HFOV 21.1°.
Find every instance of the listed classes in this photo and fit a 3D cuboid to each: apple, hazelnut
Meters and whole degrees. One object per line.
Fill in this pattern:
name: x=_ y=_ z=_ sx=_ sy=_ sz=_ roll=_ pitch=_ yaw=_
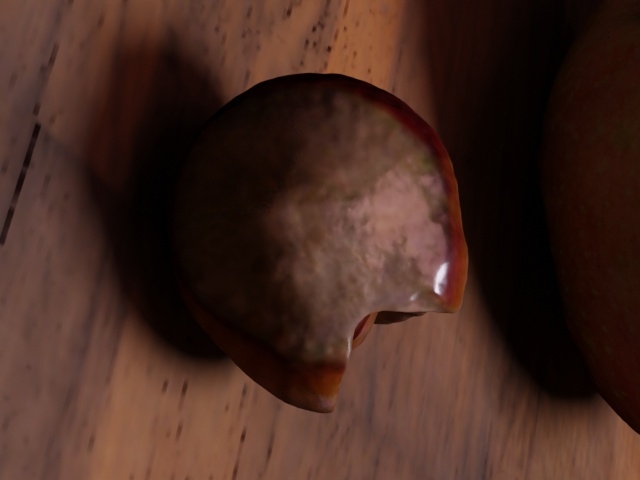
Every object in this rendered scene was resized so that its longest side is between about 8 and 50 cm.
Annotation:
apple: x=0.168 y=-0.022 z=0.628 sx=0.207 sy=0.174 sz=0.188 roll=-39 pitch=105 yaw=-30
hazelnut: x=0.000 y=0.000 z=0.437 sx=0.086 sy=0.086 sz=0.086 roll=17 pitch=70 yaw=-58
